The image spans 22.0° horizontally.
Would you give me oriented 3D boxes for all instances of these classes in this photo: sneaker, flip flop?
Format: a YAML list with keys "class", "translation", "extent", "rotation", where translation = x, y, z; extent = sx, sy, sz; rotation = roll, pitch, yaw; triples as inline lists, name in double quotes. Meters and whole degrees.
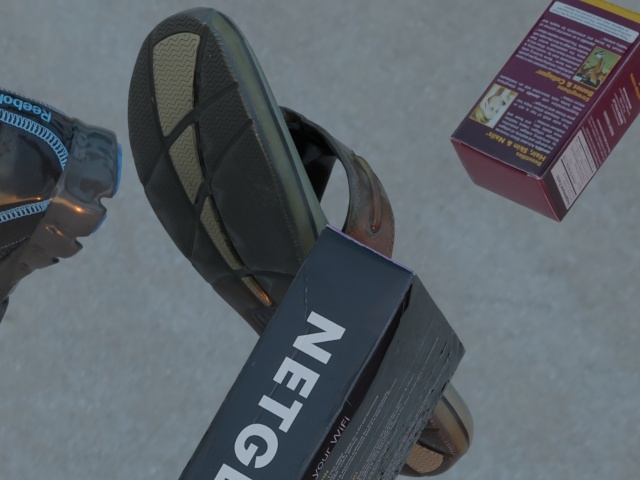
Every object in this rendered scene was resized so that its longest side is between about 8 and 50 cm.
- class: "sneaker"
  translation: [-0.293, 0.009, 1.272]
  extent: [0.139, 0.341, 0.125]
  rotation: [29, 30, -24]
- class: "flip flop"
  translation: [0.000, 0.000, 0.829]
  extent: [0.080, 0.112, 0.277]
  rotation: [-48, 113, -32]

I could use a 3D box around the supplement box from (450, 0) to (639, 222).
- class: "supplement box"
  translation: [0.218, -0.124, 1.490]
  extent: [0.104, 0.081, 0.188]
  rotation: [28, 74, 35]

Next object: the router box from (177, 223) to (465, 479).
- class: "router box"
  translation: [-0.010, 0.096, 0.658]
  extent: [0.046, 0.133, 0.179]
  rotation: [27, 81, 19]
